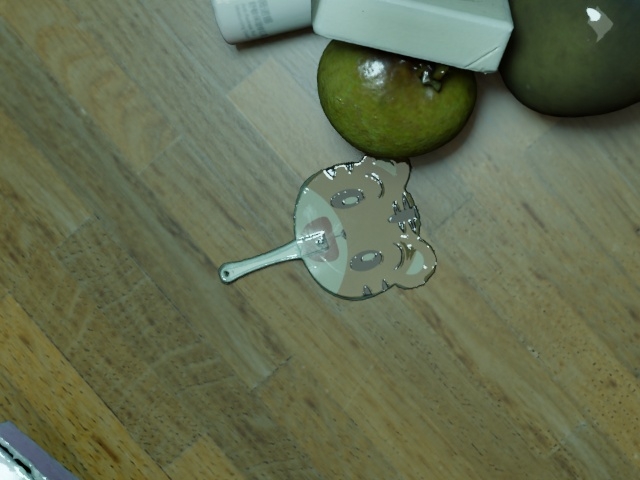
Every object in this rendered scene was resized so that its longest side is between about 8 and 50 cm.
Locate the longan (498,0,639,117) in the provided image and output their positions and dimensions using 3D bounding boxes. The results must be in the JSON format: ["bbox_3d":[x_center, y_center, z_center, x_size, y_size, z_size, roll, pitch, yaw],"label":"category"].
[{"bbox_3d":[0.262,-0.201,1.660,0.189,0.189,0.189,0,92,6],"label":"longan"}]

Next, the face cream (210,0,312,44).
[{"bbox_3d":[0.062,-0.280,1.711,0.345,0.102,0.102,-13,90,8],"label":"face cream"}]

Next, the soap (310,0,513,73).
[{"bbox_3d":[0.084,-0.225,1.615,0.183,0.121,0.064,11,124,-9],"label":"soap"}]

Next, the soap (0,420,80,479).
[{"bbox_3d":[-0.399,0.384,1.704,0.156,0.261,0.446,43,96,6],"label":"soap"}]

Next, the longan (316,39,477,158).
[{"bbox_3d":[0.078,-0.154,1.679,0.154,0.176,0.145,-18,88,-23],"label":"longan"}]

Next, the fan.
[{"bbox_3d":[0.000,0.000,1.773,0.226,0.008,0.153,-17,90,6],"label":"fan"}]
